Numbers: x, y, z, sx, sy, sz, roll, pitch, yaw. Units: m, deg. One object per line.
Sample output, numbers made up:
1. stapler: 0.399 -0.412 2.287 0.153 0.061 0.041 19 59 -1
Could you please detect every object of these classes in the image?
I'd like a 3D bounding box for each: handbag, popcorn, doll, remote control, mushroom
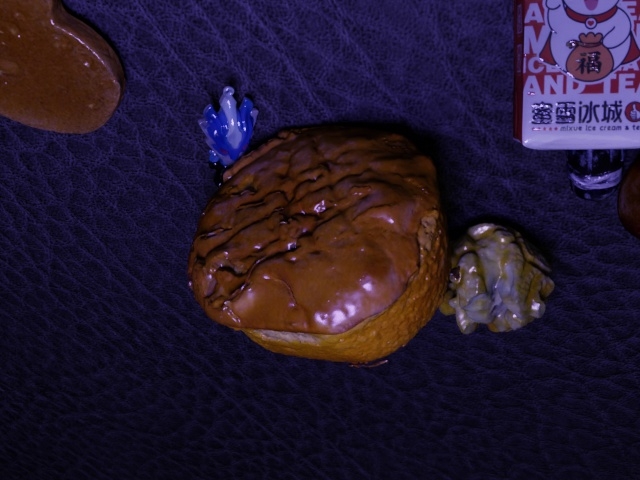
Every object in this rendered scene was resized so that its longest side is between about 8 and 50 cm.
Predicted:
1. handbag: 0.324 -0.262 1.044 0.171 0.151 0.298 0 99 8
2. popcorn: 0.281 0.067 1.389 0.187 0.167 0.185 16 141 2
3. doll: -0.143 -0.165 1.328 0.096 0.070 0.195 -14 141 -15
4. remote control: 0.396 -0.149 1.216 0.090 0.066 0.266 -3 134 17
5. mushroom: 0.566 -0.078 1.223 0.218 0.148 0.227 11 140 -22

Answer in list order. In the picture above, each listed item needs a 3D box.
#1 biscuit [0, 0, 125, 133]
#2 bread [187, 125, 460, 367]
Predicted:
1. biscuit: -0.455 -0.300 1.266 0.344 0.057 0.287 19 136 -6
2. bread: 0.000 0.000 1.255 0.398 0.398 0.215 -11 139 23
